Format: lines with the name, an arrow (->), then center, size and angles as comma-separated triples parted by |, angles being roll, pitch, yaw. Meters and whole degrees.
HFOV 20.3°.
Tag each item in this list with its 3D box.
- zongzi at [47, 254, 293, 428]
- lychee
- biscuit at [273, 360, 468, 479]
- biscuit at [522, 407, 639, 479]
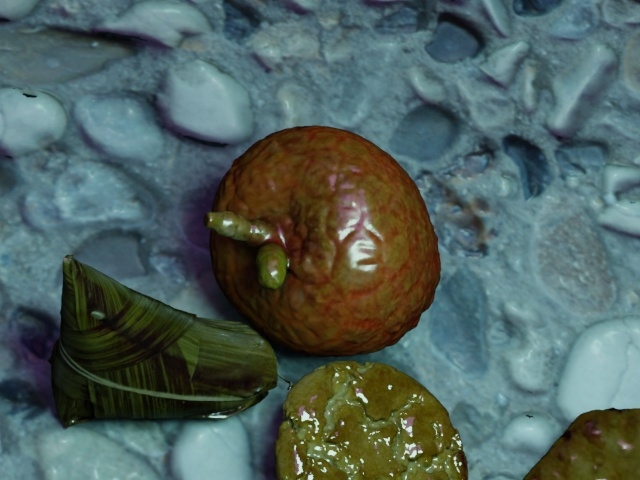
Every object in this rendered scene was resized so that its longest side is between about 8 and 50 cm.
zongzi -> -0.144, 0.093, 1.787 | 0.247, 0.241, 0.111 | 0, 55, -12
lychee -> 0.000, 0.000, 1.876 | 0.255, 0.300, 0.255 | -5, 78, 27
biscuit -> 0.055, 0.225, 1.820 | 0.225, 0.042, 0.226 | 10, 65, -23
biscuit -> 0.371, 0.315, 1.840 | 0.359, 0.046, 0.359 | 4, 50, -5
